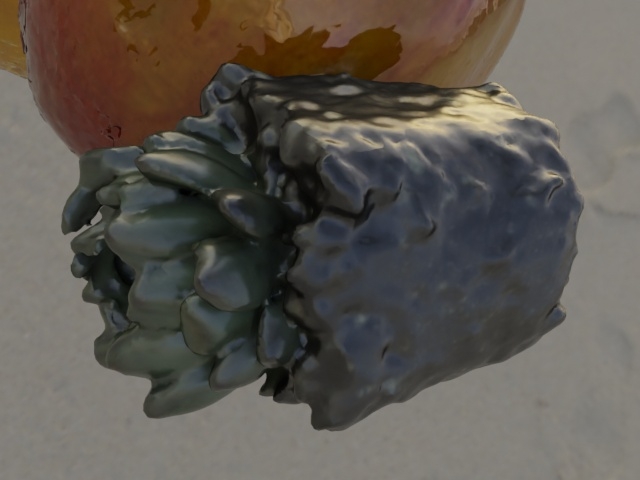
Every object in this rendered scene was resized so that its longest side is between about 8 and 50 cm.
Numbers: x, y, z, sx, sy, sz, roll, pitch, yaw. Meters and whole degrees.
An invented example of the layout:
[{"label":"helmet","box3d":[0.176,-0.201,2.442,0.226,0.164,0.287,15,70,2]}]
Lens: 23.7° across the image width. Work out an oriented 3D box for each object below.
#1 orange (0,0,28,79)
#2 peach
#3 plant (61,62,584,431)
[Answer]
[{"label":"orange","box3d":[-0.197,-0.284,1.164,0.293,0.340,0.340,0,58,-28]},{"label":"peach","box3d":[-0.030,-0.132,0.781,0.238,0.281,0.281,52,27,-33]},{"label":"plant","box3d":[0.000,0.000,0.616,0.194,0.129,0.132,-9,22,-22]}]
